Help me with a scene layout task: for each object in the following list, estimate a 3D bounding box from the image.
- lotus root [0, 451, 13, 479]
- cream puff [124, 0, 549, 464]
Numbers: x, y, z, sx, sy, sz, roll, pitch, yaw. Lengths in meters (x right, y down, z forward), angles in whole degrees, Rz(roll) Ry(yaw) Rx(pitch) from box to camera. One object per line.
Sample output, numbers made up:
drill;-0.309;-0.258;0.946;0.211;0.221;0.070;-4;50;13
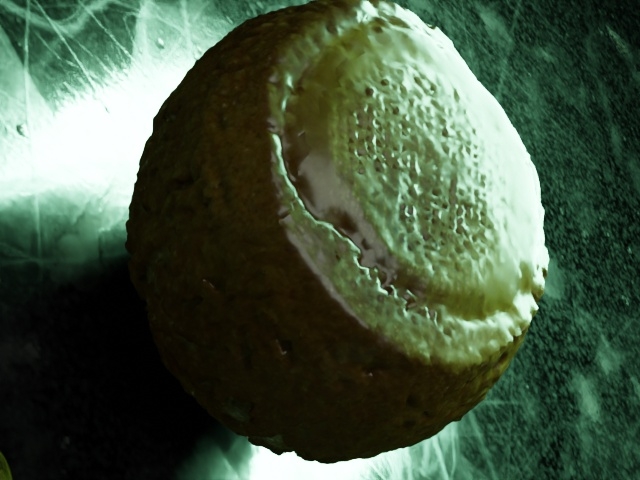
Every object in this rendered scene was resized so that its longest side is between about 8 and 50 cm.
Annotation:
lotus root;-0.224;0.090;0.809;0.191;0.094;0.108;55;8;7
cream puff;0.000;0.000;1.073;0.303;0.212;0.303;23;55;-37
